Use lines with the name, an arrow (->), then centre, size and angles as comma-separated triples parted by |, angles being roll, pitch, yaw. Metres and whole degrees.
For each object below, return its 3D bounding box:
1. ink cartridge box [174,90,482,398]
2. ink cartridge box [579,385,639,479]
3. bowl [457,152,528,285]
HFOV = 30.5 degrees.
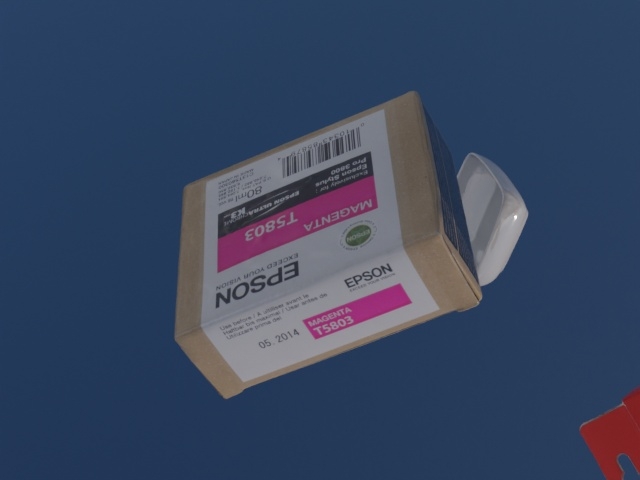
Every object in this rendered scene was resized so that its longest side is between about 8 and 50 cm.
ink cartridge box -> 0.000, 0.000, 0.978 | 0.235, 0.088, 0.193 | -22, -141, 15
ink cartridge box -> 0.370, 0.167, 1.066 | 0.231, 0.078, 0.134 | -32, -100, 20
bowl -> 0.202, -0.023, 1.448 | 0.053, 0.142, 0.142 | 10, -153, -21
